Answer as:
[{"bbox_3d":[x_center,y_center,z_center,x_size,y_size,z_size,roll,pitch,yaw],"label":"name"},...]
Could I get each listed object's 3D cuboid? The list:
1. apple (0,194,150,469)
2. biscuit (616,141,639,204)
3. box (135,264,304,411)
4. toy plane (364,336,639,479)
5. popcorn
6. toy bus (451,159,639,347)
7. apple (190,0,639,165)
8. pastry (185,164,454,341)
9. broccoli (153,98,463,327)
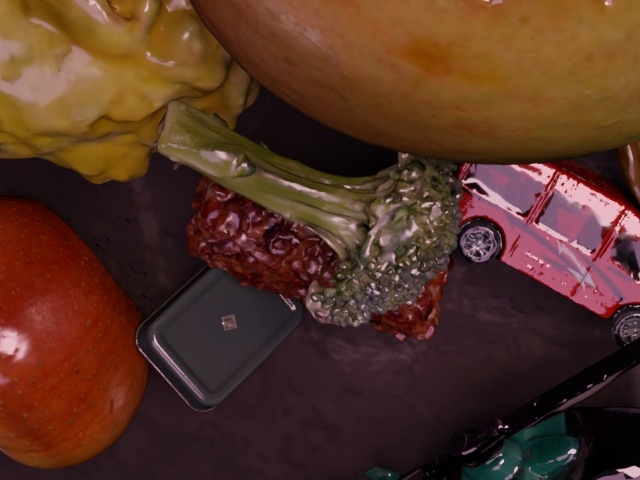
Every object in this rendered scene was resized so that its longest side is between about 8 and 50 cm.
[{"bbox_3d":[-0.242,0.068,0.838,0.235,0.173,0.210,46,162,-18],"label":"apple"},{"bbox_3d":[0.351,-0.099,0.642,0.335,0.078,0.329,-21,102,24],"label":"biscuit"},{"bbox_3d":[-0.077,0.067,0.825,0.091,0.126,0.031,51,155,-7],"label":"box"},{"bbox_3d":[0.127,0.194,0.799,0.155,0.106,0.382,35,135,-28],"label":"toy plane"},{"bbox_3d":[-0.163,-0.158,0.705,0.250,0.235,0.241,6,133,-23],"label":"popcorn"},{"bbox_3d":[0.179,-0.003,0.736,0.195,0.081,0.089,30,109,4],"label":"toy bus"},{"bbox_3d":[0.089,-0.202,0.532,0.305,0.338,0.338,25,118,1],"label":"apple"},{"bbox_3d":[0.000,0.000,0.773,0.209,0.115,0.097,21,79,10],"label":"pastry"},{"bbox_3d":[-0.007,-0.031,0.646,0.204,0.118,0.122,21,137,-9],"label":"broccoli"}]
